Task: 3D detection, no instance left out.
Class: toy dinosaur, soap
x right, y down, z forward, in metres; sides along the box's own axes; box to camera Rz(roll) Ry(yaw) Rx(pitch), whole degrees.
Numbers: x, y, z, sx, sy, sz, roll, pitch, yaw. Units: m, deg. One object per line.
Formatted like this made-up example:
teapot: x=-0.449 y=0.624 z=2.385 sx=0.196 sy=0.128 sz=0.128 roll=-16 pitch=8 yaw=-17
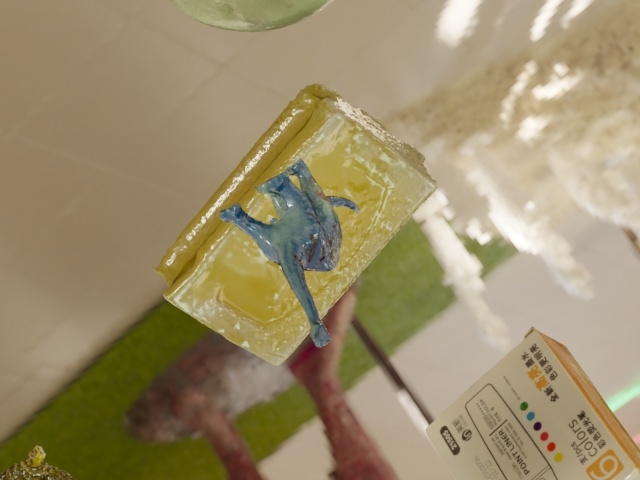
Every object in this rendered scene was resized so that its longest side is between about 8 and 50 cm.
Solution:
toy dinosaur: x=-0.020 y=-0.018 z=1.574 sx=0.076 sy=0.144 sz=0.329 roll=-36 pitch=-165 yaw=19
soap: x=-0.028 y=-0.016 z=1.888 sx=0.199 sy=0.091 sz=0.315 roll=34 pitch=106 yaw=-31

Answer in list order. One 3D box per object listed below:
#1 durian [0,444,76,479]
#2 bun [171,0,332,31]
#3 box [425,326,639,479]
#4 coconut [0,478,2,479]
durian: x=-0.293 y=0.293 z=1.614 sx=0.146 sy=0.102 sz=0.208 roll=2 pitch=126 yaw=-19
bun: x=-0.091 y=-0.367 z=1.668 sx=0.293 sy=0.293 sz=0.187 roll=-44 pitch=162 yaw=23
box: x=0.287 y=0.281 z=2.028 sx=0.221 sy=0.274 sz=0.091 roll=-46 pitch=136 yaw=12
coconut: x=-0.335 y=0.295 z=1.309 sx=0.247 sy=0.245 sz=0.245 roll=-16 pitch=157 yaw=9
